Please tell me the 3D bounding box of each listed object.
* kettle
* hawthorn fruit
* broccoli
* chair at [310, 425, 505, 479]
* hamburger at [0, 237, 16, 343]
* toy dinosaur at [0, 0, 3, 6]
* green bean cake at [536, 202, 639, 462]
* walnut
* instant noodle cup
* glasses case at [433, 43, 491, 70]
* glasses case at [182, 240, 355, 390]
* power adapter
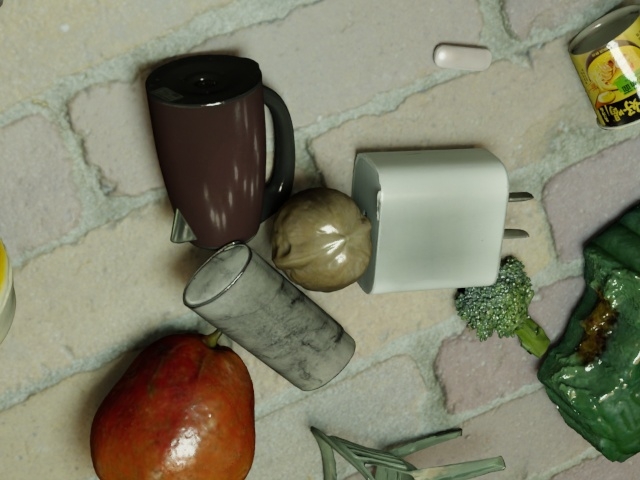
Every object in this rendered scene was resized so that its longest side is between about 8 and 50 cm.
[{"bbox_3d":[-0.122,-0.112,1.522,0.202,0.144,0.232,-31,133,-35],"label":"kettle"},{"bbox_3d":[-0.186,0.229,1.604,0.224,0.224,0.261,15,87,-23],"label":"hawthorn fruit"},{"bbox_3d":[0.288,0.113,1.769,0.118,0.122,0.204,-35,134,16],"label":"broccoli"},{"bbox_3d":[0.118,0.364,1.761,0.274,0.203,0.191,-1,102,-26],"label":"chair"},{"bbox_3d":[-0.510,0.076,1.417,0.295,0.227,0.151,-22,140,-11],"label":"hamburger"},{"bbox_3d":[-0.436,-0.260,1.397,0.139,0.070,0.286,-17,121,-35],"label":"toy dinosaur"},{"bbox_3d":[0.476,0.142,1.778,0.308,0.169,0.300,-36,121,-5],"label":"green bean cake"},{"bbox_3d":[0.001,0.000,1.555,0.140,0.162,0.140,3,83,-27],"label":"walnut"},{"bbox_3d":[0.417,-0.240,1.627,0.151,0.151,0.122,-40,109,1],"label":"instant noodle cup"},{"bbox_3d":[0.193,-0.249,1.613,0.083,0.021,0.032,0,115,-18],"label":"glasses case"},{"bbox_3d":[-0.063,0.111,1.607,0.114,0.060,0.299,-42,139,3],"label":"glasses case"},{"bbox_3d":[0.175,-0.030,1.646,0.255,0.124,0.187,-4,115,-17],"label":"power adapter"}]
